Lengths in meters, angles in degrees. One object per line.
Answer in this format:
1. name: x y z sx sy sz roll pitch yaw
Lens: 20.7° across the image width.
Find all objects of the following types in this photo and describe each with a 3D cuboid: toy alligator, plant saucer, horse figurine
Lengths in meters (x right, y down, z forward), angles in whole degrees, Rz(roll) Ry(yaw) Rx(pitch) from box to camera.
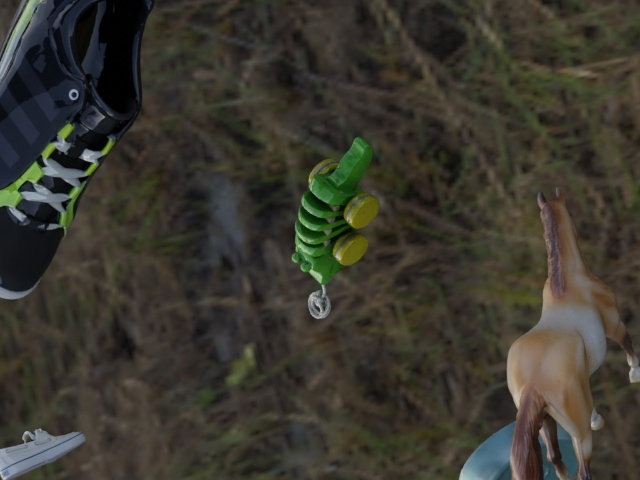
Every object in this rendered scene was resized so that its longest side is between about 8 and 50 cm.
1. toy alligator: 0.000 0.000 1.368 0.056 0.051 0.189 46 139 30
2. plant saucer: 0.170 0.182 1.412 0.021 0.119 0.119 60 138 38
3. horse figurine: 0.184 0.100 1.301 0.066 0.263 0.174 -6 123 29

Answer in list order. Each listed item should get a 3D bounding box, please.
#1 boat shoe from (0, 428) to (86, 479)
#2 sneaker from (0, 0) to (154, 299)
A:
1. boat shoe: -0.265 0.193 1.645 0.035 0.100 0.035 -37 78 46
2. sneaker: -0.165 -0.074 1.095 0.097 0.084 0.234 15 89 48
